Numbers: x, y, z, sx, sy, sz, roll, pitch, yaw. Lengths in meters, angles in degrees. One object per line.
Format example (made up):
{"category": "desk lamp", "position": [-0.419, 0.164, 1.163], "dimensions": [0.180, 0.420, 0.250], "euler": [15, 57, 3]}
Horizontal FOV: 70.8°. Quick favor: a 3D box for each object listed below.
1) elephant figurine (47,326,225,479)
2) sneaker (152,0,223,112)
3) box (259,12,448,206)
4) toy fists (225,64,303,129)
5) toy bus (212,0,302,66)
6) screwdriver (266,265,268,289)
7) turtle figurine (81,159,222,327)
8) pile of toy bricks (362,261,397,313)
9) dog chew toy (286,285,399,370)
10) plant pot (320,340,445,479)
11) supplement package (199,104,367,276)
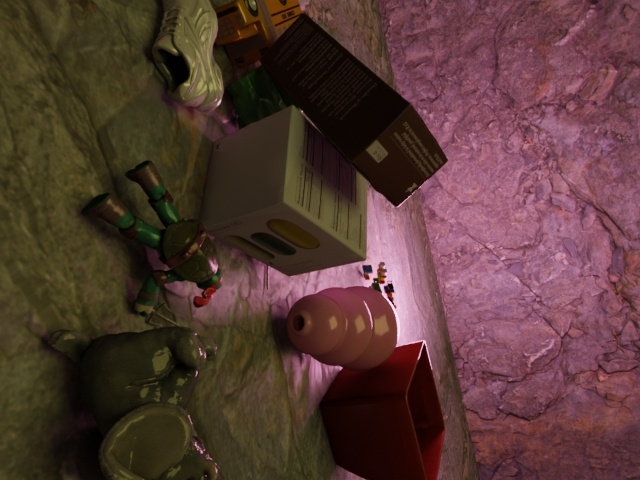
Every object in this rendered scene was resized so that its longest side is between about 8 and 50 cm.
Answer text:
{"category": "elephant figurine", "position": [-0.194, 0.230, 0.518], "dimensions": [0.169, 0.186, 0.239], "euler": [82, 1, -61]}
{"category": "sneaker", "position": [-0.235, -0.340, 0.762], "dimensions": [0.115, 0.090, 0.232], "euler": [-17, 95, -62]}
{"category": "box", "position": [0.052, -0.256, 0.864], "dimensions": [0.191, 0.143, 0.381], "euler": [31, 21, -52]}
{"category": "toy fists", "position": [-0.111, -0.323, 1.021], "dimensions": [0.142, 0.096, 0.279], "euler": [58, 32, -21]}
{"category": "toy bus", "position": [-0.139, -0.483, 1.004], "dimensions": [0.332, 0.108, 0.130], "euler": [-65, 140, -53]}
{"category": "screwdriver", "position": [-0.111, 0.021, 0.966], "dimensions": [0.025, 0.024, 0.169], "euler": [2, 77, -36]}
{"category": "turtle figurine", "position": [-0.212, 0.011, 0.649], "dimensions": [0.234, 0.118, 0.175], "euler": [59, 31, -28]}
{"category": "pile of toy bricks", "position": [0.179, 0.180, 1.476], "dimensions": [0.105, 0.118, 0.212], "euler": [95, -11, -46]}
{"category": "dog chew toy", "position": [0.046, 0.198, 1.045], "dimensions": [0.332, 0.207, 0.206], "euler": [20, 62, -54]}
{"category": "plant pot", "position": [0.155, 0.436, 1.127], "dimensions": [0.267, 0.236, 0.267], "euler": [-35, 112, -64]}
{"category": "supplement package", "position": [-0.058, -0.076, 0.870], "dimensions": [0.263, 0.199, 0.198], "euler": [34, 50, -47]}
